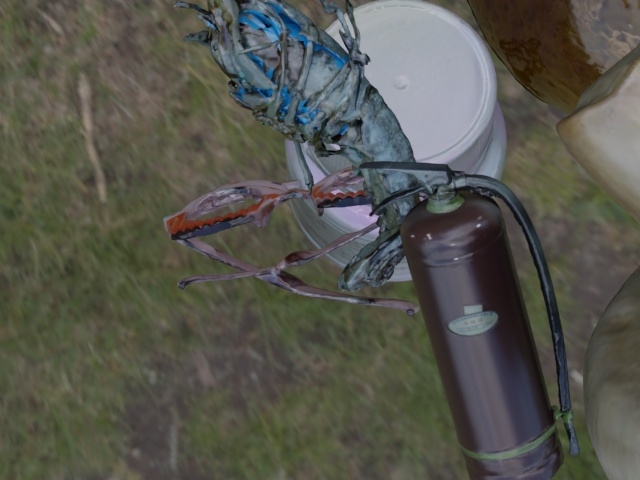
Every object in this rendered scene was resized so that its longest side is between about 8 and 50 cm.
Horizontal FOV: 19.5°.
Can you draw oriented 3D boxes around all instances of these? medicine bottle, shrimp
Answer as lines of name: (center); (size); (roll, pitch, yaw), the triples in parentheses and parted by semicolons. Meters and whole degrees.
medicine bottle: (0.082, -0.108, 2.017); (0.241, 0.302, 0.241); (0, 70, 0)
shrimp: (-0.005, -0.063, 0.841); (0.076, 0.082, 0.174); (-33, 96, -17)

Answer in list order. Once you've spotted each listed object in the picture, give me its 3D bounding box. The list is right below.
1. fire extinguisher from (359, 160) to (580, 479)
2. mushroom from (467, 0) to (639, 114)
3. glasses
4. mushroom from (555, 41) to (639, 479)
fire extinguisher: (0.065, 0.032, 0.764); (0.064, 0.043, 0.158); (-12, 119, 10)
mushroom: (0.192, -0.175, 1.177); (0.195, 0.263, 0.283); (-28, 95, -15)
glasses: (0.000, -0.008, 1.364); (0.255, 0.162, 0.095); (-6, 108, 10)
mushroom: (0.172, 0.011, 0.669); (0.207, 0.207, 0.215); (-43, 105, 1)
